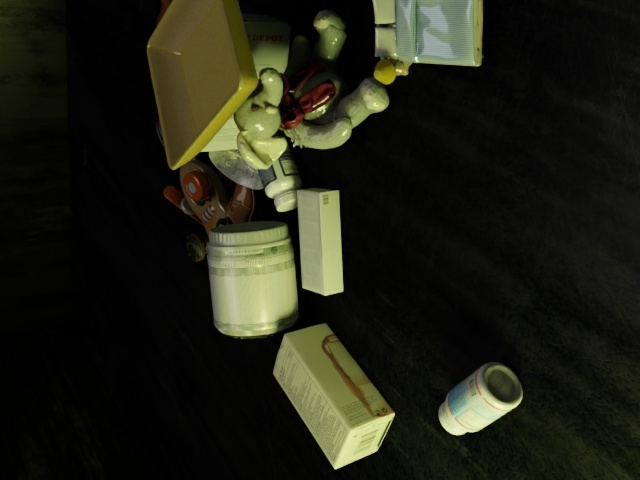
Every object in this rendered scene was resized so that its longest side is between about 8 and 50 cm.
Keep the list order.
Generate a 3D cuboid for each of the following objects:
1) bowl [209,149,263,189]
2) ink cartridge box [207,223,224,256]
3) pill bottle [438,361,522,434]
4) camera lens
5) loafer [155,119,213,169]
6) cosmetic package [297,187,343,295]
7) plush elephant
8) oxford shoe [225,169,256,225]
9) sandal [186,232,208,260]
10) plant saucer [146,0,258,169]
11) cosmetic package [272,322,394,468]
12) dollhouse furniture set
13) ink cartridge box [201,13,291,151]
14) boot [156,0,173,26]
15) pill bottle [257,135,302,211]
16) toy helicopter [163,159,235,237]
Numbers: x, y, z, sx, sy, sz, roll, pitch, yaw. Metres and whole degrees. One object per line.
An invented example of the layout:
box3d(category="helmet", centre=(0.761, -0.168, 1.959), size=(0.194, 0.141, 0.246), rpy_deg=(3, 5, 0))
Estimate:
box3d(category="bowl", centre=(-0.201, -0.217, 1.731), size=(0.170, 0.170, 0.080), rpy_deg=(-3, 52, 56))
box3d(category="ink cartridge box", centre=(-0.238, 0.027, 1.833), size=(0.135, 0.056, 0.099), rpy_deg=(23, 127, 3))
box3d(category="pill bottle", centre=(0.279, 0.287, 1.168), size=(0.087, 0.087, 0.160), rpy_deg=(63, 144, 24))
box3d(category="camera lens", centre=(-0.172, 0.100, 1.670), size=(0.219, 0.219, 0.274), rpy_deg=(9, 106, 55))
box3d(category="loafer", centre=(-0.411, -0.288, 2.051), size=(0.095, 0.109, 0.302), rpy_deg=(-44, 68, 31))
box3d(category="cosmetic package", centre=(0.000, 0.000, 1.531), size=(0.099, 0.060, 0.239), rpy_deg=(12, 109, 52))
box3d(category="plush elephant", centre=(-0.070, -0.296, 1.378), size=(0.330, 0.255, 0.272), rpy_deg=(-47, 60, 51))
box3d(category="oxford shoe", centre=(-0.229, -0.097, 1.836), size=(0.076, 0.076, 0.212), rpy_deg=(30, 121, 51))
box3d(category="sandal", centre=(-0.396, 0.021, 2.141), size=(0.219, 0.060, 0.090), rpy_deg=(178, 89, -71))
box3d(category="plant saucer", centre=(-0.240, -0.360, 1.353), size=(0.333, 0.081, 0.332), rpy_deg=(-35, 63, 46))
box3d(category="cosmetic package", centre=(0.023, 0.355, 1.532), size=(0.296, 0.129, 0.153), rpy_deg=(50, 138, 36))
box3d(category="dollhouse furniture set", centre=(0.172, -0.376, 1.010), size=(0.286, 0.198, 0.303), rpy_deg=(19, 124, 38))
box3d(category="ink cartridge box", centre=(-0.210, -0.387, 1.592), size=(0.129, 0.223, 0.307), rpy_deg=(40, 130, 45))
box3d(category="boot", centre=(-0.424, -0.752, 1.971), size=(0.264, 0.096, 0.280), rpy_deg=(6, 97, 63))
box3d(category="pill bottle", centre=(-0.101, -0.161, 1.608), size=(0.094, 0.094, 0.169), rpy_deg=(-40, 65, 53))
box3d(category="toy helicopter", centre=(-0.337, -0.065, 1.952), size=(0.235, 0.140, 0.355), rpy_deg=(1, 114, 43))
